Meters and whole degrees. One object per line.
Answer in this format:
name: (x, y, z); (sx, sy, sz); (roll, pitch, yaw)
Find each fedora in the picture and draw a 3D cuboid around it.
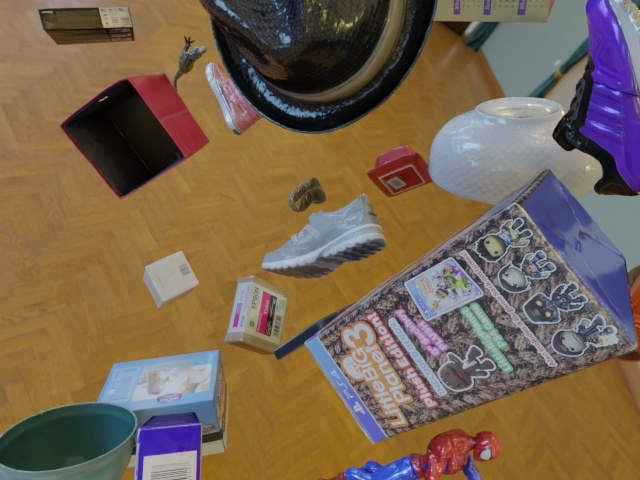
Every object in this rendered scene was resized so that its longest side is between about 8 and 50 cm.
fedora: (-0.041, -0.288, 0.436); (0.334, 0.334, 0.152); (49, 27, 12)

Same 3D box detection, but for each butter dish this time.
butter dish: (0.229, -0.220, 1.176); (0.160, 0.159, 0.118); (33, 45, -48)

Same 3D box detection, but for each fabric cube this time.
fabric cube: (-0.538, -0.324, 1.225); (0.259, 0.254, 0.258); (57, 15, -21)

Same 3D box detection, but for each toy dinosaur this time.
toy dinosaur: (-0.450, -0.601, 1.362); (0.064, 0.268, 0.118); (17, 68, -30)

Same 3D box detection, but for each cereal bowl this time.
cereal bowl: (0.401, -0.208, 0.843); (0.338, 0.141, 0.339); (-5, 32, 3)

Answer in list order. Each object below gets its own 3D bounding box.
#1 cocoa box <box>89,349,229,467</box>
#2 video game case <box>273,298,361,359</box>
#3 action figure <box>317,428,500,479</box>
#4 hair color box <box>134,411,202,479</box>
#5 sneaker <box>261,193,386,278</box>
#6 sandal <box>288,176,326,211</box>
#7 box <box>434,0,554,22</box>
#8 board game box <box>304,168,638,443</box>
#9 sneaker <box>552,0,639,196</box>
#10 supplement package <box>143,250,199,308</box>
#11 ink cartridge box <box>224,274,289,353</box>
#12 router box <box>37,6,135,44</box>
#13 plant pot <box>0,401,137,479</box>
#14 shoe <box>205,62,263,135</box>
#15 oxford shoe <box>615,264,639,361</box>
cocoa box: (-0.478, 0.519, 1.268); (0.346, 0.228, 0.231); (-6, 25, -6)
video game case: (0.058, 0.150, 0.810); (0.274, 0.196, 0.026); (-19, 73, -38)
action figure: (0.132, 0.350, 0.549); (0.091, 0.280, 0.139); (16, 42, -48)
hair color box: (-0.288, 0.438, 0.774); (0.110, 0.339, 0.185); (2, 70, -16)
sneaker: (0.000, 0.000, 0.805); (0.105, 0.281, 0.115); (25, 53, -51)
sandal: (-0.039, -0.112, 1.015); (0.180, 0.049, 0.072); (-39, 111, -57)
box: (0.291, -0.511, 0.696); (0.242, 0.214, 0.117); (16, 66, 26)
board game box: (0.168, 0.073, 0.476); (0.141, 0.291, 0.232); (54, 38, 9)
sneaker: (0.402, -0.198, 0.579); (0.102, 0.146, 0.294); (-16, 88, -41)
supplement package: (-0.551, 0.149, 1.480); (0.133, 0.244, 0.139); (-27, 89, -29)
ink cartridge box: (-0.216, 0.265, 1.424); (0.193, 0.088, 0.235); (35, 53, -45)
router box: (-0.529, -0.493, 0.934); (0.178, 0.046, 0.133); (-13, 16, -20)
plant pot: (-0.604, 0.552, 0.975); (0.293, 0.293, 0.196); (1, 97, -36)
shoe: (-0.176, -0.314, 0.853); (0.178, 0.081, 0.063); (67, 16, 15)
oxford shoe: (0.601, 0.057, 0.699); (0.129, 0.364, 0.133); (25, 44, 11)
